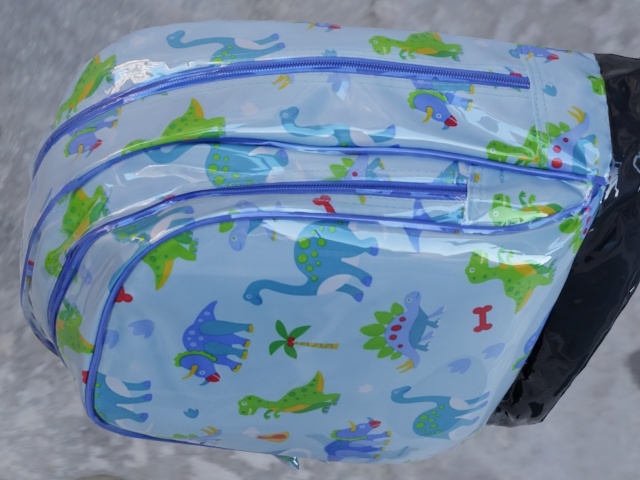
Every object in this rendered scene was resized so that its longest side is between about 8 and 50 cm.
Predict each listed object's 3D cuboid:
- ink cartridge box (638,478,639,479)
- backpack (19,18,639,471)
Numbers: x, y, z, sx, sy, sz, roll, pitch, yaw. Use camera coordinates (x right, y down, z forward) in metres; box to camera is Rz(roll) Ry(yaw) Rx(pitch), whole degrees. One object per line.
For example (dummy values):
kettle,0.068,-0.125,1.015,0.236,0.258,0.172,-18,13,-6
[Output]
ink cartridge box,0.373,0.191,1.377,0.330,0.324,0.071,-33,98,-17
backpack,0.000,0.000,1.072,0.355,0.290,0.273,19,48,-6
